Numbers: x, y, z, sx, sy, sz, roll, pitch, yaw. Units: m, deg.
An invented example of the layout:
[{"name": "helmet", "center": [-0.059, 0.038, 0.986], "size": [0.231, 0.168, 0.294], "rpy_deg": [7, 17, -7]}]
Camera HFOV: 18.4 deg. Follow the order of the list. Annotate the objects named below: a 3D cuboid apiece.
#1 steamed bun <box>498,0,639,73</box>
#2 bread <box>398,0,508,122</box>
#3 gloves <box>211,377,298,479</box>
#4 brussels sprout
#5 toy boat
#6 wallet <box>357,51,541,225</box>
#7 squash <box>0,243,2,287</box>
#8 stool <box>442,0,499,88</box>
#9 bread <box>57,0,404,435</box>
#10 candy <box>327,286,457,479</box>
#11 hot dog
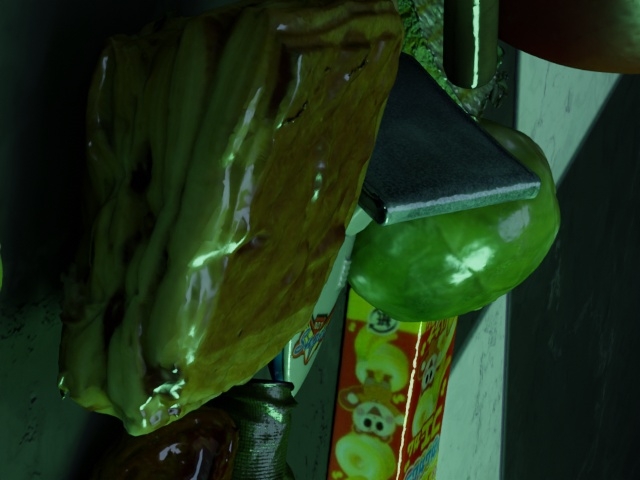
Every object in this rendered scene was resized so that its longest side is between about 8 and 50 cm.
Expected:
[{"name": "steamed bun", "center": [0.245, -0.315, 1.900], "size": [0.248, 0.379, 0.235], "rpy_deg": [-34, 144, -21]}, {"name": "bread", "center": [0.097, -0.178, 1.899], "size": [0.103, 0.110, 0.156], "rpy_deg": [-37, 102, -50]}, {"name": "gloves", "center": [-0.078, 0.249, 1.749], "size": [0.135, 0.107, 0.268], "rpy_deg": [11, 96, -40]}, {"name": "brussels sprout", "center": [0.122, -0.022, 1.940], "size": [0.244, 0.244, 0.244], "rpy_deg": [14, 90, -70]}, {"name": "toy boat", "center": [0.000, 0.000, 1.799], "size": [0.129, 0.088, 0.295], "rpy_deg": [8, 95, -70]}, {"name": "wallet", "center": [0.057, -0.088, 1.640], "size": [0.167, 0.222, 0.036], "rpy_deg": [-11, 130, -34]}, {"name": "squash", "center": [-0.228, 0.007, 1.202], "size": [0.200, 0.075, 0.090], "rpy_deg": [64, 18, -63]}, {"name": "stool", "center": [0.107, -0.283, 1.669], "size": [0.178, 0.272, 0.272], "rpy_deg": [93, 20, -55]}, {"name": "bread", "center": [-0.080, -0.045, 1.436], "size": [0.277, 0.167, 0.324], "rpy_deg": [-22, 135, -65]}, {"name": "candy", "center": [0.080, 0.158, 2.132], "size": [0.146, 0.088, 0.276], "rpy_deg": [-38, 139, -62]}, {"name": "hot dog", "center": [-0.132, 0.237, 1.582], "size": [0.160, 0.099, 0.227], "rpy_deg": [62, 45, -62]}]
